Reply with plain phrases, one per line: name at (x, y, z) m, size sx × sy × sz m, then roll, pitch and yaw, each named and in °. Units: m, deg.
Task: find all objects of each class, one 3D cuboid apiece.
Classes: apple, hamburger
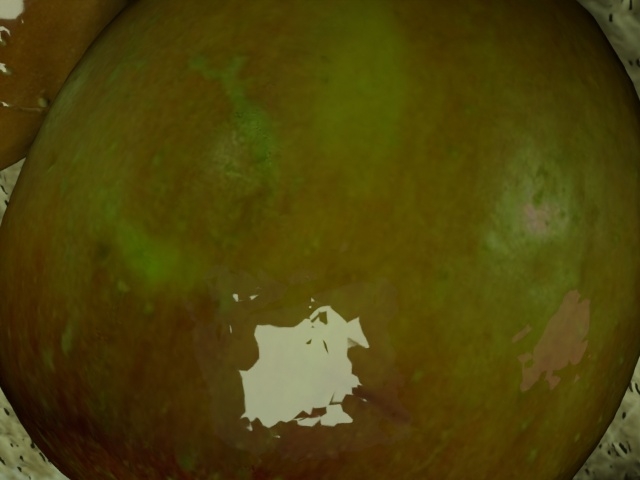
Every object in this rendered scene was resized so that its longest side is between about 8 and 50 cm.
apple at (0.000, 0.000, 0.873) m, size 0.374 × 0.384 × 0.374 m, roll -2°, pitch 94°, yaw -25°
hamburger at (-0.195, -0.134, 0.924) m, size 0.156 × 0.144 × 0.283 m, roll 38°, pitch 116°, yaw -11°
